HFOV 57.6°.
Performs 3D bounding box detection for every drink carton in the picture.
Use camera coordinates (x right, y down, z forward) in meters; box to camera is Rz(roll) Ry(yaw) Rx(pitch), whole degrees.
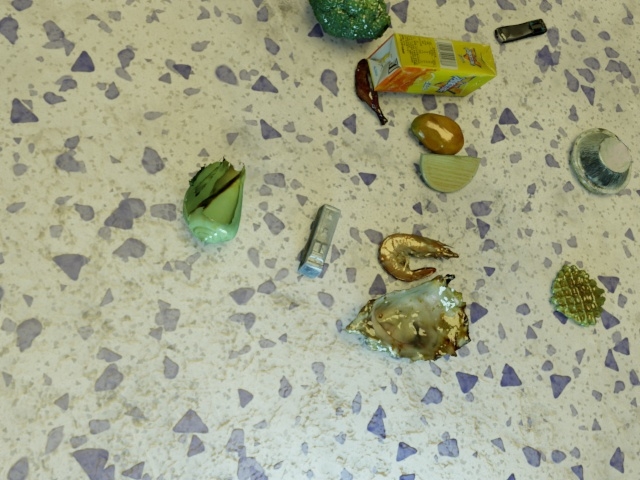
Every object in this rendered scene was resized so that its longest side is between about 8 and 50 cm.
[{"bbox_3d":[0.327,-0.504,1.698,0.351,0.154,0.111,-5,80,-29],"label":"drink carton"}]

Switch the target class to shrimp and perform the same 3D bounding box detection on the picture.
[{"bbox_3d":[0.272,0.049,1.611,0.236,0.053,0.133,6,72,-14],"label":"shrimp"}]

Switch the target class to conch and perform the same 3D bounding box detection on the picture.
[{"bbox_3d":[-0.259,-0.107,1.426,0.143,0.137,0.251,11,72,-15],"label":"conch"}]

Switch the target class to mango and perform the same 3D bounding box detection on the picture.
[{"bbox_3d":[0.349,-0.317,1.719,0.165,0.089,0.115,40,77,-2],"label":"mango"}]

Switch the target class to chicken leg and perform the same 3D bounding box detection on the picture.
[{"bbox_3d":[0.149,-0.438,1.705,0.093,0.053,0.205,5,78,-32],"label":"chicken leg"}]

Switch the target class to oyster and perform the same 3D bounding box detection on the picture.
[{"bbox_3d":[0.236,0.230,1.530,0.361,0.096,0.221,-16,86,-22],"label":"oyster"}]

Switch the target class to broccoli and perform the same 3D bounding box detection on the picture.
[{"bbox_3d":[0.099,-0.705,1.656,0.270,0.270,0.270,34,112,-8],"label":"broccoli"}]

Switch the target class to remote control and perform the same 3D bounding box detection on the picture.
[{"bbox_3d":[0.677,-0.707,1.963,0.212,0.028,0.059,-20,84,-22],"label":"remote control"}]

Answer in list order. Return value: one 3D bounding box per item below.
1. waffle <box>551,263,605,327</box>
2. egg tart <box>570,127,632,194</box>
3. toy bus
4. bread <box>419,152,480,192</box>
[{"bbox_3d":[0.781,0.166,1.761,0.183,0.036,0.169,33,66,-8],"label":"waffle"},{"bbox_3d":[0.928,-0.262,1.896,0.234,0.094,0.234,4,76,-16],"label":"egg tart"},{"bbox_3d":[0.000,0.000,1.520,0.064,0.075,0.191,23,69,-12],"label":"toy bus"},{"bbox_3d":[0.371,-0.196,1.706,0.192,0.036,0.112,1,106,-15],"label":"bread"}]
